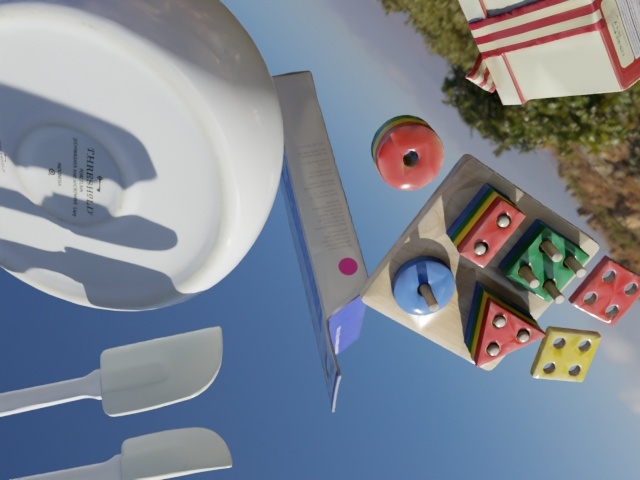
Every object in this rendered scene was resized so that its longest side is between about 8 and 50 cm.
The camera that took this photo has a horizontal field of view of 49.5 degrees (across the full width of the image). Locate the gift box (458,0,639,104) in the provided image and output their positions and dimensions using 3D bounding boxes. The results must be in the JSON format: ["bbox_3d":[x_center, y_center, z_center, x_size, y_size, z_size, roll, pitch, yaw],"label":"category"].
[{"bbox_3d":[0.320,-0.337,0.927,0.255,0.276,0.258,65,162,-18],"label":"gift box"}]

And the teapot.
[{"bbox_3d":[-0.133,-0.085,0.492,0.253,0.256,0.187,52,-151,-21],"label":"teapot"}]

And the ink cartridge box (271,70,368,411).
[{"bbox_3d":[0.000,0.000,0.825,0.176,0.069,0.371,92,167,-65],"label":"ink cartridge box"}]

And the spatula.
[{"bbox_3d":[-0.170,0.156,0.435,0.019,0.241,0.168,72,-174,-66],"label":"spatula"}]

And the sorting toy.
[{"bbox_3d":[0.128,0.033,0.507,0.274,0.132,0.046,30,-162,-20],"label":"sorting toy"}]
